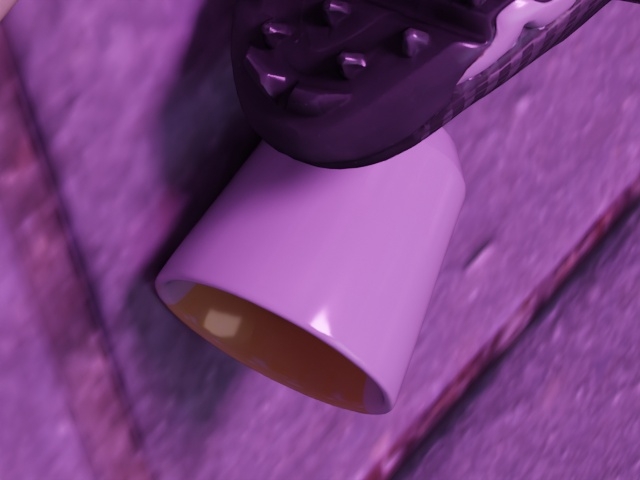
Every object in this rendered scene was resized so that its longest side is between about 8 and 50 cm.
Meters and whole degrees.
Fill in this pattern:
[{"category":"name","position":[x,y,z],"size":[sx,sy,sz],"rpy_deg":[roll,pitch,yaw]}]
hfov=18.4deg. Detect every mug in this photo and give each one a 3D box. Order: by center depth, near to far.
[{"category":"mug","position":[-0.001,-0.002,0.471],"size":[0.062,0.078,0.064],"rpy_deg":[37,71,-28]}]

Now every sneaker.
[{"category":"sneaker","position":[0.070,-0.089,0.471],"size":[0.234,0.078,0.106],"rpy_deg":[-52,147,-21]}]

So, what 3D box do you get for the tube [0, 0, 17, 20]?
[{"category":"tube","position":[-0.036,-0.104,0.321],"size":[0.070,0.062,0.240],"rpy_deg":[41,81,-18]}]
